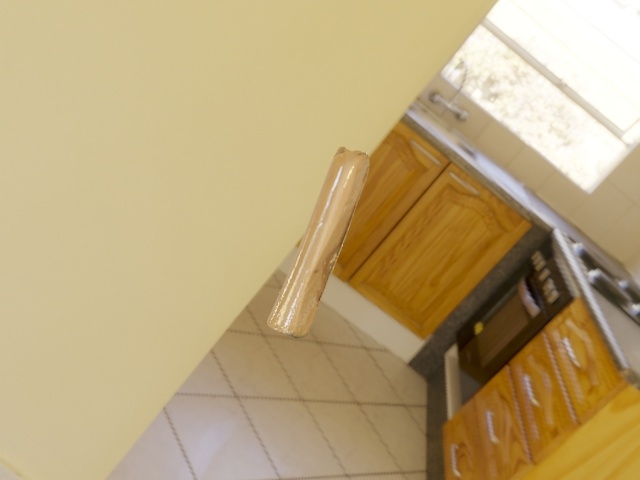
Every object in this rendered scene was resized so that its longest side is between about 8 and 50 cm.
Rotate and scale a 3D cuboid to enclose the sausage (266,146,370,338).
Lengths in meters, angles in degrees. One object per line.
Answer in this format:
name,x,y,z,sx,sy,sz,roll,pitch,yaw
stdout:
sausage,0.000,0.000,0.442,0.026,0.116,0.026,21,-3,1
